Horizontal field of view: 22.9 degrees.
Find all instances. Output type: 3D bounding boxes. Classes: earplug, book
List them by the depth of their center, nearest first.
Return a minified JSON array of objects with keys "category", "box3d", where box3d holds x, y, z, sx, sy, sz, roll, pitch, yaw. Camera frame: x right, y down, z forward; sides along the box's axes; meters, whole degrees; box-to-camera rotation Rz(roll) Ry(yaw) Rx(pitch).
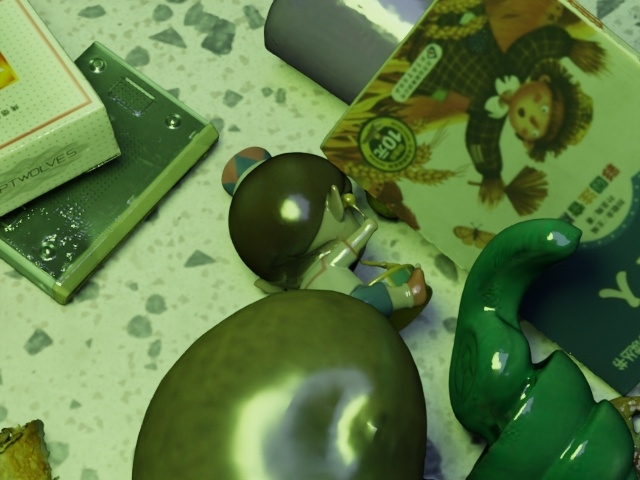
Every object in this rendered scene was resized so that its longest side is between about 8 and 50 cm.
[{"category":"earplug","box3d":[0.228,0.145,1.595,0.280,0.164,0.257,43,88,6]},{"category":"book","box3d":[0.247,-0.068,1.617,0.428,0.300,0.039,38,28,-2]},{"category":"earplug","box3d":[0.171,-0.170,1.750,0.456,0.215,0.215,38,68,10]}]

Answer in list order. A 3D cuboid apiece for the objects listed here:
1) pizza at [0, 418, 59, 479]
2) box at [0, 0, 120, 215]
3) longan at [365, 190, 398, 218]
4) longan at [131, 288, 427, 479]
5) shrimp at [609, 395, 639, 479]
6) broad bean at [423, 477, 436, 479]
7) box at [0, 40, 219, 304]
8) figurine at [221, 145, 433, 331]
[{"category":"pizza","box3d":[-0.336,0.287,1.489,0.074,0.251,0.288,-28,57,23]},{"category":"box","box3d":[-0.392,-0.176,1.736,0.210,0.095,0.330,-30,56,-14]},{"category":"longan","box3d":[0.081,-0.061,1.763,0.083,0.075,0.075,2,54,45]},{"category":"longan","box3d":[-0.038,0.213,1.494,0.288,0.288,0.350,18,83,5]},{"category":"shrimp","box3d":[0.352,0.197,1.672,0.180,0.041,0.099,-30,55,-15]},{"category":"broad bean","box3d":[0.177,0.294,1.603,0.213,0.048,0.070,28,65,7]},{"category":"box","box3d":[-0.271,-0.084,1.761,0.211,0.045,0.270,38,67,13]},{"category":"figurine","box3d":[-0.006,0.001,1.687,0.158,0.161,0.275,-10,59,-54]}]
